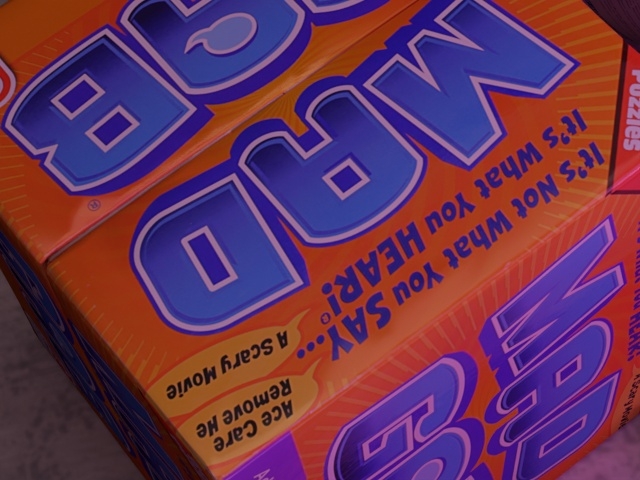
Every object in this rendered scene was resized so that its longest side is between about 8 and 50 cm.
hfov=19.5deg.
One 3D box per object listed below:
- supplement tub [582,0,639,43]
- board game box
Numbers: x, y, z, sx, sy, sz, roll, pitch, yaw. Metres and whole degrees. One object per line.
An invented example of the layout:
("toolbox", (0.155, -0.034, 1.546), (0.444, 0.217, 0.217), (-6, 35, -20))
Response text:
("supplement tub", (0.299, -0.241, 1.343), (0.235, 0.235, 0.325), (-25, 21, -7))
("board game box", (0.000, 0.000, 1.250), (0.356, 0.356, 0.356), (-36, 62, -12))
